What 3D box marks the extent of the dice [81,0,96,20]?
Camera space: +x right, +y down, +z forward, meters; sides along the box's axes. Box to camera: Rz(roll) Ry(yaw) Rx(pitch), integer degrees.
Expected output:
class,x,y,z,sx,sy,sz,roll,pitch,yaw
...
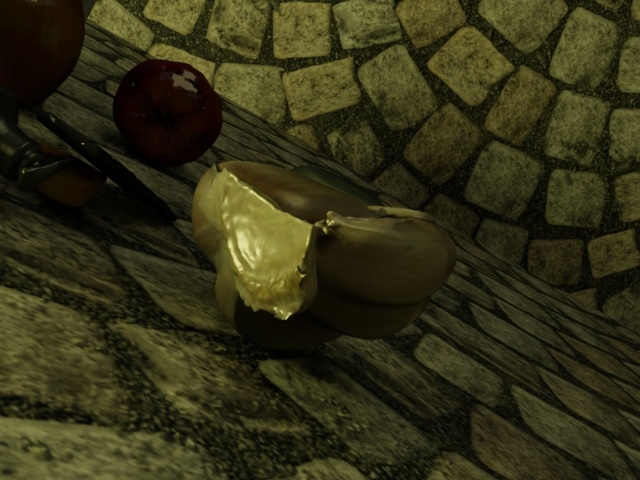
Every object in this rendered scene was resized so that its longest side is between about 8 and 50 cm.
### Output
class,x,y,z,sx,sy,sz,roll,pitch,yaw
dice,-0.516,-0.446,1.495,0.271,0.270,0.270,30,11,-2

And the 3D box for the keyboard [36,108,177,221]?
class,x,y,z,sx,sy,sz,roll,pitch,yaw
keyboard,-0.234,-0.080,1.054,0.106,0.016,0.262,33,-7,14

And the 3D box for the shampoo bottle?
class,x,y,z,sx,sy,sz,roll,pitch,yaw
shampoo bottle,-0.372,-0.134,0.904,0.284,0.101,0.101,33,11,13

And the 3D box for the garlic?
class,x,y,z,sx,sy,sz,roll,pitch,yaw
garlic,0.000,0.000,0.906,0.292,0.237,0.210,6,68,-61

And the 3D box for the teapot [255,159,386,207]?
class,x,y,z,sx,sy,sz,roll,pitch,yaw
teapot,0.011,-0.023,1.371,0.294,0.129,0.193,26,11,-13

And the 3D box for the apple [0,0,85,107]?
class,x,y,z,sx,sy,sz,roll,pitch,yaw
apple,-0.434,-0.290,1.270,0.237,0.207,0.237,23,31,-15

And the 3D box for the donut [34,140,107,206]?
class,x,y,z,sx,sy,sz,roll,pitch,yaw
donut,-0.284,-0.072,1.013,0.097,0.043,0.108,19,13,-49

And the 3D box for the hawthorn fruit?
class,x,y,z,sx,sy,sz,roll,pitch,yaw
hawthorn fruit,-0.228,-0.198,1.443,0.173,0.173,0.179,35,12,23
